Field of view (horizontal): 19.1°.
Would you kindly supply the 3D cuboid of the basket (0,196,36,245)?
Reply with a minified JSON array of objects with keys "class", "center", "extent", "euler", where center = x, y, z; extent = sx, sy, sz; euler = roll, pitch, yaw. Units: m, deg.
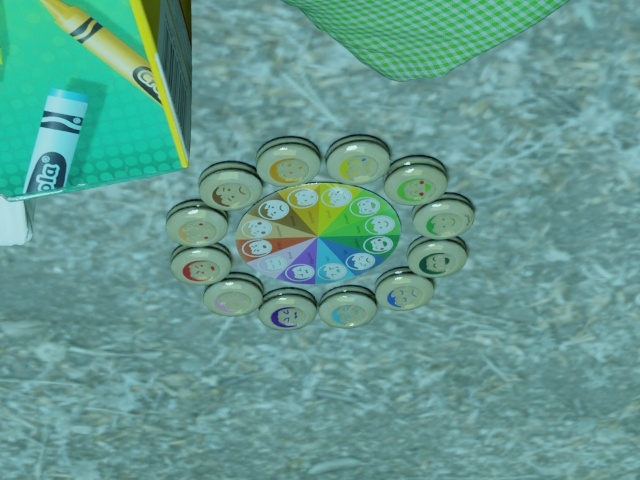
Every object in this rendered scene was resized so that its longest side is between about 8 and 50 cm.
[{"class":"basket","center":[-0.190,-0.088,0.907],"extent":[0.103,0.113,0.167],"euler":[2,143,-2]}]

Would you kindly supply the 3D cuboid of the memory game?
[{"class":"memory game","center":[0.000,0.000,1.123],"extent":[0.186,0.012,0.186],"euler":[-3,143,-2]}]

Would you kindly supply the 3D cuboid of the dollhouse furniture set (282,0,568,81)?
[{"class":"dollhouse furniture set","center":[0.088,-0.139,0.833],"extent":[0.301,0.151,0.197],"euler":[-29,136,30]}]

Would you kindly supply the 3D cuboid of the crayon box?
[{"class":"crayon box","center":[-0.115,-0.172,0.698],"extent":[0.081,0.165,0.278],"euler":[-9,134,5]}]
